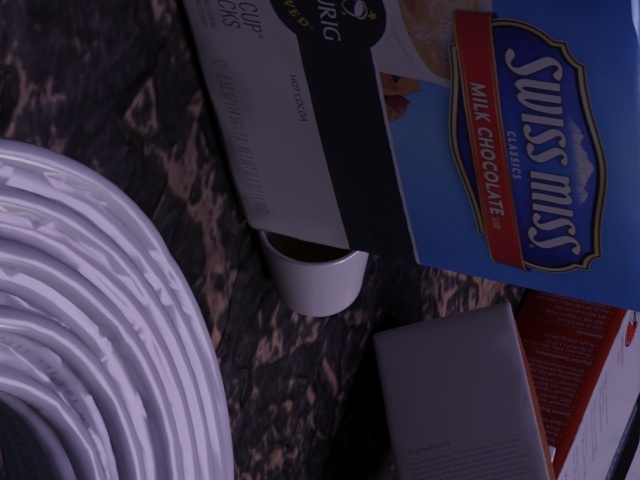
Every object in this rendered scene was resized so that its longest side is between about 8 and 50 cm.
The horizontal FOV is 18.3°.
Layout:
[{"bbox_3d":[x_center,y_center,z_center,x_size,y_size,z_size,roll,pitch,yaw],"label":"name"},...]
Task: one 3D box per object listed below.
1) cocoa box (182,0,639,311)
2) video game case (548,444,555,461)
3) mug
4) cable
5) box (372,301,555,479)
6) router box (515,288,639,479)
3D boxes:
[{"bbox_3d":[0.111,-0.178,0.994,0.231,0.228,0.347,77,33,-47],"label":"cocoa box"},{"bbox_3d":[0.110,0.194,1.394,0.011,0.087,0.122,160,-56,-85],"label":"video game case"},{"bbox_3d":[0.002,0.003,1.060,0.078,0.062,0.064,-54,157,-32],"label":"mug"},{"bbox_3d":[-0.133,0.088,0.628,0.257,0.089,0.257,42,63,-37],"label":"cable"},{"bbox_3d":[0.100,0.148,1.240,0.130,0.091,0.170,66,12,-56],"label":"box"},{"bbox_3d":[0.206,0.185,1.622,0.335,0.082,0.301,76,34,-48],"label":"router box"}]
